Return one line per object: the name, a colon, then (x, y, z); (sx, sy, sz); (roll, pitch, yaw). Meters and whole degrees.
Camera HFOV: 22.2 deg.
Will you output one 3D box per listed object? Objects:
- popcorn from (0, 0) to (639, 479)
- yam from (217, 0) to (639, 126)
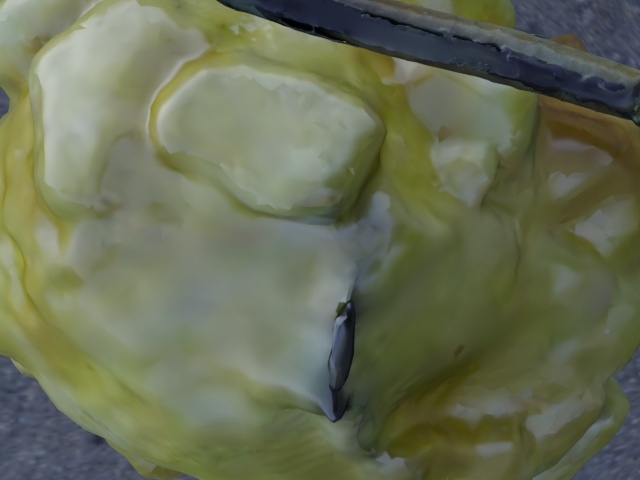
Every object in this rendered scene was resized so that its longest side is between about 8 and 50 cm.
popcorn: (0.000, 0.000, 0.588); (0.252, 0.286, 0.215); (-30, 53, 15)
yam: (0.023, -0.046, 0.368); (0.107, 0.014, 0.014); (18, 93, 15)
